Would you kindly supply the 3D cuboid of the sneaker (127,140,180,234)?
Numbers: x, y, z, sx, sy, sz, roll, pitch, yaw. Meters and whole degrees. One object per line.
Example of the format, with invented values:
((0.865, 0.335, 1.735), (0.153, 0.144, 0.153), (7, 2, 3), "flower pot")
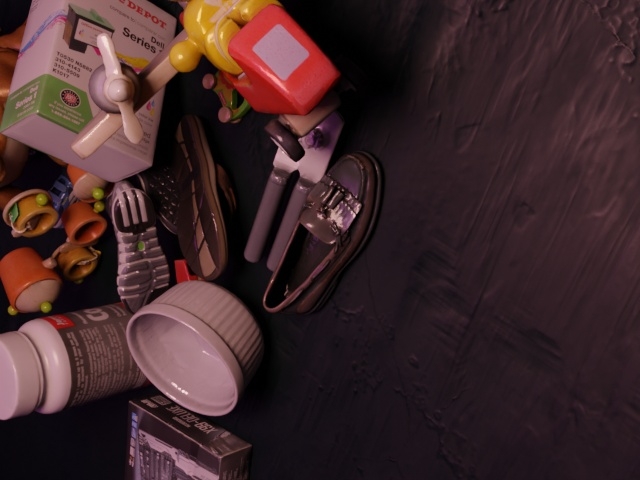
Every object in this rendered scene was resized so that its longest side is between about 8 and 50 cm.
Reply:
((-0.273, -0.099, 1.386), (0.234, 0.084, 0.097), (56, 157, 19), "sneaker")

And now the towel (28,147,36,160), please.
((-0.704, -0.259, 1.595), (0.121, 0.284, 0.235), (-33, 73, 41), "towel")

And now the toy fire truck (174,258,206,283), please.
((-0.237, 0.129, 1.388), (0.135, 0.047, 0.192), (-9, 91, 41), "toy fire truck")

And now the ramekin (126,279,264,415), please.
((-0.184, 0.158, 1.261), (0.207, 0.109, 0.207), (20, 133, 22), "ramekin")

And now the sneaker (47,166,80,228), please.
((-0.499, -0.086, 1.584), (0.053, 0.059, 0.144), (28, 113, 38), "sneaker")

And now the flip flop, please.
((-0.176, -0.072, 1.292), (0.112, 0.080, 0.277), (-39, 55, 43), "flip flop")

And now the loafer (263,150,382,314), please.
((0.000, 0.000, 1.130), (0.096, 0.084, 0.267), (42, 122, 30), "loafer")

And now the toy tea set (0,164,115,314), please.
((-0.440, 0.005, 1.414), (0.124, 0.200, 0.336), (51, 139, 23), "toy tea set")

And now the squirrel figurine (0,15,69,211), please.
((-0.564, -0.290, 1.410), (0.397, 0.281, 0.370), (30, 76, 5), "squirrel figurine")

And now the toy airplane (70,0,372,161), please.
((-0.132, -0.292, 1.040), (0.384, 0.272, 0.386), (-9, 55, 29), "toy airplane")

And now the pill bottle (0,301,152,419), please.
((-0.423, 0.203, 1.406), (0.161, 0.283, 0.161), (7, 101, 41), "pill bottle")

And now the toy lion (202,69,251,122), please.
((-0.129, -0.243, 1.251), (0.096, 0.034, 0.100), (-34, 74, 32), "toy lion")

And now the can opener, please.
((-0.036, -0.082, 1.166), (0.074, 0.093, 0.280), (23, 119, 3), "can opener")

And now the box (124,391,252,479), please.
((-0.239, 0.451, 1.416), (0.242, 0.076, 0.307), (20, 109, 38), "box")

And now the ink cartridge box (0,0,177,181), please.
((-0.350, -0.261, 1.267), (0.117, 0.201, 0.278), (-15, 61, 41), "ink cartridge box")

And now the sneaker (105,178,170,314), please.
((-0.308, 0.001, 1.358), (0.132, 0.086, 0.228), (-133, 39, -54), "sneaker")
